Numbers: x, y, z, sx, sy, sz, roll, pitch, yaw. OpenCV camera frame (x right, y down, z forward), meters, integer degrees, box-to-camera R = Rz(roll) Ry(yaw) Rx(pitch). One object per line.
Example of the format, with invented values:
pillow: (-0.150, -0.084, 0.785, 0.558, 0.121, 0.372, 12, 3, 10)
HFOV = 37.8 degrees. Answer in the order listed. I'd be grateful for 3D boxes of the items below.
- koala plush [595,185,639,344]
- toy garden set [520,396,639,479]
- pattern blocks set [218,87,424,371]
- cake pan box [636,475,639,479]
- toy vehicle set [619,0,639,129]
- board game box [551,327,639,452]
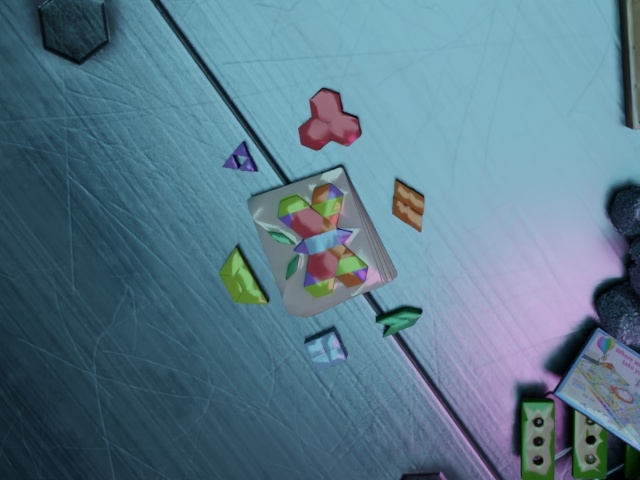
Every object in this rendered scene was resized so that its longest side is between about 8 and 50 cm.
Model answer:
koala plush: (0.452, 0.050, 1.089, 0.204, 0.221, 0.196, 4, 103, 4)
toy garden set: (0.387, 0.302, 1.241, 0.244, 0.049, 0.203, -1, 99, 4)
pattern blocks set: (0.000, 0.000, 1.216, 0.285, 0.026, 0.324, -34, 98, 11)
cake pan box: (0.512, 0.316, 1.169, 0.267, 0.070, 0.245, 18, 108, -23)
toy vehicle set: (0.500, -0.229, 1.117, 0.267, 0.035, 0.165, -5, 102, 6)
board game box: (0.388, 0.196, 1.187, 0.154, 0.026, 0.103, 34, 86, 9)
